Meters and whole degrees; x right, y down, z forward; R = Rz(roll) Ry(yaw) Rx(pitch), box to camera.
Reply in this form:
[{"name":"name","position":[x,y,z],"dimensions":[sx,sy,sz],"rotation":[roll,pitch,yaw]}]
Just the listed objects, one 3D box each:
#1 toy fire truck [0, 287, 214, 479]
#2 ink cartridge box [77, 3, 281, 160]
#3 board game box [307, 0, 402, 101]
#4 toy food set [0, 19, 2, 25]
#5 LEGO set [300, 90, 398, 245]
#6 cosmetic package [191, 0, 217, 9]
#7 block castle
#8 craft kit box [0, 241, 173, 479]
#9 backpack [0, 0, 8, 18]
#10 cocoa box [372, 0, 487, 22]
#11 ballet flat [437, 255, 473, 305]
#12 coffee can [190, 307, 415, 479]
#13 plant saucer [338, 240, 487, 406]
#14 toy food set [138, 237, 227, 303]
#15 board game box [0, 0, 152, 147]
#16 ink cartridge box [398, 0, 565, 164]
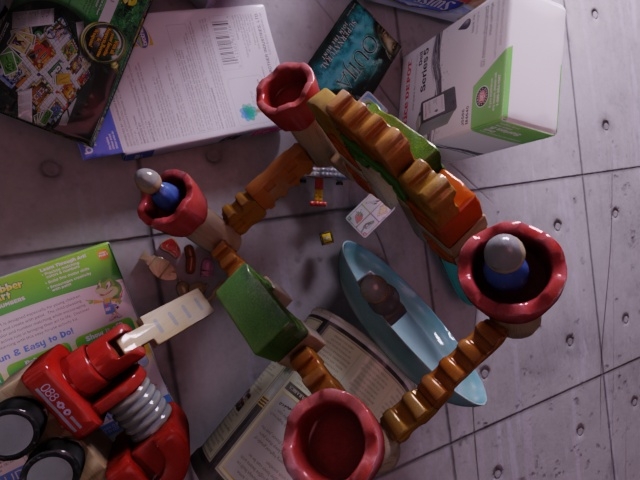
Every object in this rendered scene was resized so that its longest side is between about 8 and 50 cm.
[{"name":"toy fire truck","position":[-0.221,0.188,0.555],"dimensions":[0.246,0.158,0.217],"rotation":[-36,104,-11]},{"name":"ink cartridge box","position":[-0.205,-0.229,0.654],"dimensions":[0.311,0.065,0.186],"rotation":[-19,97,-26]},{"name":"board game box","position":[0.056,-0.317,0.800],"dimensions":[0.126,0.026,0.186],"rotation":[36,75,-21]},{"name":"toy food set","position":[-0.349,-0.348,0.598],"dimensions":[0.192,0.038,0.132],"rotation":[-14,96,-25]},{"name":"LEGO set","position":[0.059,-0.110,0.746],"dimensions":[0.244,0.060,0.182],"rotation":[-44,90,-2]},{"name":"cosmetic package","position":[-0.133,-0.469,0.690],"dimensions":[0.099,0.060,0.239],"rotation":[44,72,-14]},{"name":"block castle","position":[0.000,0.000,0.511],"dimensions":[0.303,0.453,0.213],"rotation":[-43,145,0]},{"name":"craft kit box","position":[-0.358,0.157,0.583],"dimensions":[0.250,0.061,0.247],"rotation":[-22,101,-24]},{"name":"backpack","position":[-0.472,-0.341,0.451],"dimensions":[0.276,0.213,0.263],"rotation":[-42,112,-21]},{"name":"cocoa box","position":[0.238,-0.550,0.772],"dimensions":[0.347,0.228,0.231],"rotation":[-1,85,-26]},{"name":"ballet flat","position":[0.255,-0.023,0.866],"dimensions":[0.106,0.107,0.316],"rotation":[-43,113,-41]},{"name":"coffee can","position":[-0.020,0.268,0.662],"dimensions":[0.201,0.201,0.275],"rotation":[47,71,-18]},{"name":"plant saucer","position":[0.133,0.130,0.707],"dimensions":[0.317,0.317,0.044],"rotation":[40,105,-20]},{"name":"toy food set","position":[-0.202,0.042,0.679],"dimensions":[0.122,0.019,0.078],"rotation":[46,71,-10]},{"name":"board game box","position":[-0.308,-0.261,0.560],"dimensions":[0.136,0.030,0.260],"rotation":[21,81,-18]},{"name":"ink cartridge box","position":[0.251,-0.252,0.758],"dimensions":[0.114,0.273,0.198],"rotation":[6,87,-23]}]
